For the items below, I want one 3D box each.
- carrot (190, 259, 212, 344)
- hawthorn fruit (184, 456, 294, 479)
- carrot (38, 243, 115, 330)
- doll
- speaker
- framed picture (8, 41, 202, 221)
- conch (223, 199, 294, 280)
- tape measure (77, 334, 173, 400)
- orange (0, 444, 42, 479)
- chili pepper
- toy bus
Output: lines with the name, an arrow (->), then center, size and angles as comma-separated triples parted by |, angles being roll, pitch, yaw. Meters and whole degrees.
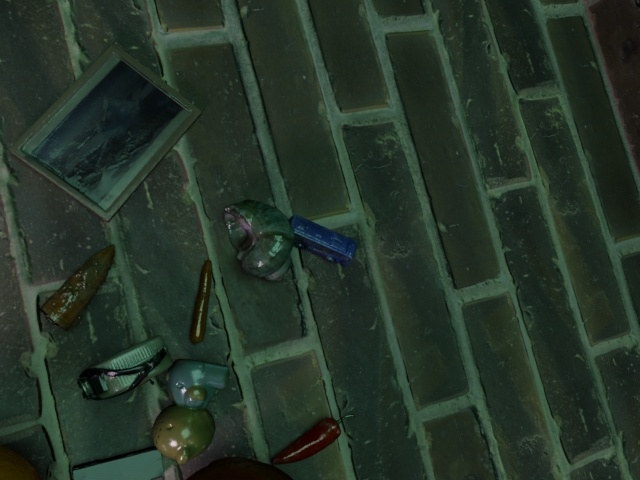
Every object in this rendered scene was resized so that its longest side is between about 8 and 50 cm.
carrot -> -0.340, 0.175, 1.625 | 0.043, 0.043, 0.247 | 10, 75, -17
hawthorn fruit -> -0.228, 0.729, 1.402 | 0.403, 0.403, 0.402 | 4, 79, -19
carrot -> -0.635, 0.114, 1.513 | 0.102, 0.102, 0.263 | 37, 65, -10
doll -> -0.349, 0.449, 1.497 | 0.162, 0.177, 0.260 | 16, 74, -24
speaker -> -0.525, 0.602, 1.477 | 0.218, 0.044, 0.082 | -9, 83, -21
framed picture -> -0.602, -0.317, 1.629 | 0.326, 0.028, 0.446 | 37, 70, -10
conch -> -0.170, 0.009, 1.648 | 0.277, 0.220, 0.195 | 60, 40, -25
tape measure -> -0.502, 0.340, 1.451 | 0.235, 0.207, 0.115 | -24, 92, -24
orange -> -0.762, 0.605, 1.197 | 0.341, 0.293, 0.340 | 6, 75, -24
chili pepper -> -0.017, 0.581, 1.648 | 0.272, 0.063, 0.071 | -30, 89, -10
toy bus -> 0.000, 0.002, 1.745 | 0.237, 0.094, 0.079 | 23, 73, -14
